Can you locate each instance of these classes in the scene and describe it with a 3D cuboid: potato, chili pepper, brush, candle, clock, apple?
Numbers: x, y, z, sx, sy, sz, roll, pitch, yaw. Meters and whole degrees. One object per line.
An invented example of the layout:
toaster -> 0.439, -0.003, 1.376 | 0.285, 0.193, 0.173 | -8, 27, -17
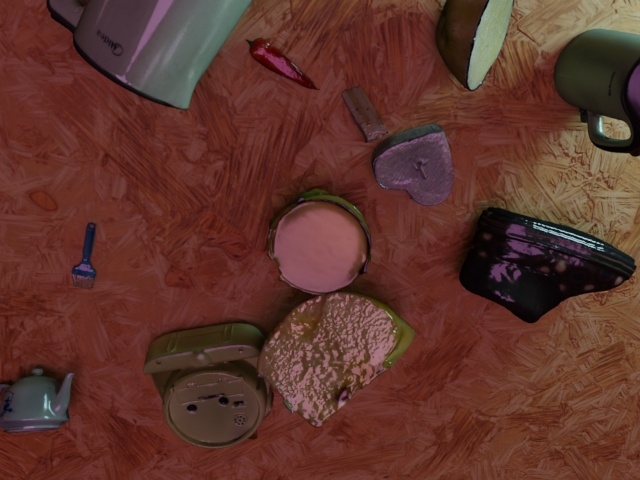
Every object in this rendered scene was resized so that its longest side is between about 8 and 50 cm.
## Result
potato -> 0.284, -0.410, 1.121 | 0.117, 0.182, 0.202 | 25, 136, 23
chili pepper -> -0.076, -0.350, 1.160 | 0.178, 0.027, 0.045 | 33, 106, -20
brush -> -0.524, 0.035, 1.289 | 0.051, 0.014, 0.164 | 13, 111, -13
candle -> 0.213, -0.172, 1.245 | 0.192, 0.068, 0.168 | 25, 112, -17
clock -> -0.256, 0.379, 1.410 | 0.287, 0.117, 0.348 | -9, 114, -1
apple -> 0.045, 0.255, 1.315 | 0.309, 0.252, 0.314 | -47, 131, 1

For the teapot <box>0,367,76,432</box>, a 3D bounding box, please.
teapot -> -0.681, 0.376, 1.364 | 0.232, 0.159, 0.158 | -11, 115, 15

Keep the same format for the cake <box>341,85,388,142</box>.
cake -> 0.092, -0.265, 1.201 | 0.052, 0.065, 0.121 | -28, 106, 4

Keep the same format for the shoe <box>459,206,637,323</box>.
shoe -> 0.516, 0.079, 1.327 | 0.384, 0.171, 0.237 | 15, 104, -10

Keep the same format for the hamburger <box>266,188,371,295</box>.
hamburger -> 0.000, 0.000, 1.256 | 0.237, 0.149, 0.236 | 0, 106, 0

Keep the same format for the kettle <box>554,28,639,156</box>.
kettle -> 0.594, -0.293, 1.131 | 0.165, 0.255, 0.240 | -1, 114, -8

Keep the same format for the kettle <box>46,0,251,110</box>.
kettle -> -0.286, -0.474, 0.991 | 0.361, 0.250, 0.376 | 37, 109, 2
